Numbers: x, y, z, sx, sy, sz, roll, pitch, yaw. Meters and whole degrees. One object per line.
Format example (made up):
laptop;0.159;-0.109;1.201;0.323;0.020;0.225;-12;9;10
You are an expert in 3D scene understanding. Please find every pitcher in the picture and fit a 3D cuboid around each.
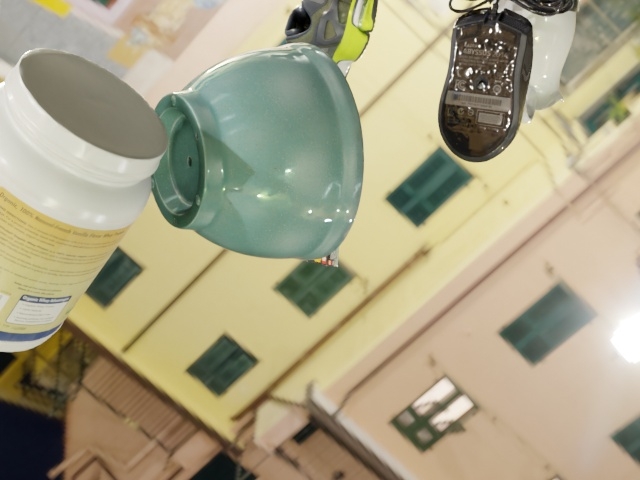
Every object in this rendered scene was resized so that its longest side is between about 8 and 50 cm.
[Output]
pitcher;0.316;-0.290;1.635;0.178;0.125;0.207;-51;-40;-60

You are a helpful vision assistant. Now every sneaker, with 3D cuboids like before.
sneaker;-0.001;-0.316;1.733;0.121;0.300;0.111;21;-116;-8

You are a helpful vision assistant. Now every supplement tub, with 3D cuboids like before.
supplement tub;-0.344;-0.047;1.303;0.228;0.316;0.228;32;-154;-17

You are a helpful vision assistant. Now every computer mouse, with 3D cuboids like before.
computer mouse;0.248;-0.244;1.536;0.188;0.272;0.072;16;-169;22

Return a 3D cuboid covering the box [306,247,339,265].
box;0.000;0.000;2.195;0.027;0.094;0.137;3;-178;-23

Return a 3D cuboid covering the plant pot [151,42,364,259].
plant pot;-0.105;-0.108;1.421;0.196;0.293;0.293;-8;-127;-33
